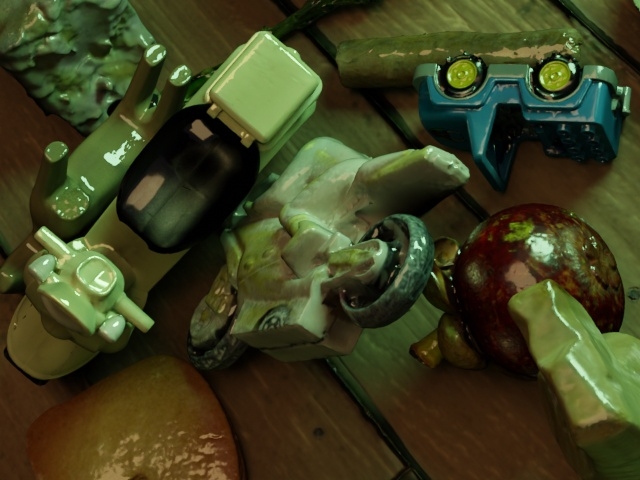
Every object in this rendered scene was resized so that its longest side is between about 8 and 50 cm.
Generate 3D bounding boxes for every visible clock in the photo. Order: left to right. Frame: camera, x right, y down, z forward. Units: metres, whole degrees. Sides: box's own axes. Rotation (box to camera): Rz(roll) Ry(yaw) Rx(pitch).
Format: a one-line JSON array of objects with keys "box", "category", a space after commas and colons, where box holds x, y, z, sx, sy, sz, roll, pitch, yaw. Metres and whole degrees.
[{"box": [-0.151, -0.019, 1.240, 0.120, 0.276, 0.379, 39, 88, -4], "category": "clock"}]

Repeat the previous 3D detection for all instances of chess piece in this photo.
[{"box": [0.214, 0.124, 1.011, 0.137, 0.301, 0.137, -8, 69, 21], "category": "chess piece"}]

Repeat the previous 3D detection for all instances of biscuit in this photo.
[{"box": [-0.168, 0.205, 1.276, 0.192, 0.036, 0.186, -28, 62, 6], "category": "biscuit"}]

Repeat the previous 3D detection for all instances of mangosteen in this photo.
[{"box": [0.163, 0.048, 1.165, 0.181, 0.146, 0.156, -33, 87, 51], "category": "mangosteen"}]

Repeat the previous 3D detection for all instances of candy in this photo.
[{"box": [-0.277, -0.222, 1.417, 0.137, 0.185, 0.195, -45, 57, -5], "category": "candy"}]

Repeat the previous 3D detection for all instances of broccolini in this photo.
[{"box": [-0.054, -0.209, 1.388, 0.254, 0.057, 0.071, -30, 19, 6], "category": "broccolini"}]

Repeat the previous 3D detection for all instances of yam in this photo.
[{"box": [0.127, -0.167, 1.301, 0.241, 0.057, 0.056, 0, 70, 24], "category": "yam"}]

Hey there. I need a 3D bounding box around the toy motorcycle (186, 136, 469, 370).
[{"box": [0.000, 0.000, 1.206, 0.341, 0.108, 0.222, -16, 48, 54], "category": "toy motorcycle"}]

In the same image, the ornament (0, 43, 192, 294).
[{"box": [-0.228, -0.050, 1.342, 0.061, 0.245, 0.230, 39, 62, 3], "category": "ornament"}]

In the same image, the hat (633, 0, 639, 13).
[{"box": [0.393, -0.249, 1.188, 0.252, 0.110, 0.252, -20, 56, 32], "category": "hat"}]

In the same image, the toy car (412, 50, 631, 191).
[{"box": [0.174, -0.101, 1.228, 0.191, 0.097, 0.100, 5, 73, 24], "category": "toy car"}]
